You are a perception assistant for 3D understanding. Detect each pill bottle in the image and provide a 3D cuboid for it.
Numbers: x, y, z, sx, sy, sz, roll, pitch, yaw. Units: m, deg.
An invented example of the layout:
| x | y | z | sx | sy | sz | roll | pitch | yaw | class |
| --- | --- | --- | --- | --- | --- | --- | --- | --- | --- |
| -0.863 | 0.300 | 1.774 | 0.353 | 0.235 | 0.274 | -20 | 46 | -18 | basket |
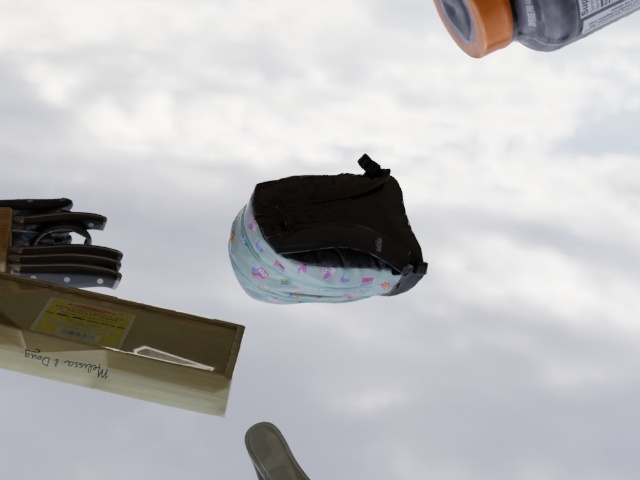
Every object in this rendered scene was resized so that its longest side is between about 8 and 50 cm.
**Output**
| x | y | z | sx | sy | sz | roll | pitch | yaw | class |
| --- | --- | --- | --- | --- | --- | --- | --- | --- | --- |
| 0.210 | -0.234 | 1.555 | 0.246 | 0.130 | 0.130 | -26 | -152 | -12 | pill bottle |

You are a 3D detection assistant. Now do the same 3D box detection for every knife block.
| x | y | z | sx | sy | sz | roll | pitch | yaw | class |
| --- | --- | --- | --- | --- | --- | --- | --- | --- | --- |
| -0.328 | 0.037 | 1.773 | 0.242 | 0.088 | 0.276 | 27 | -142 | 31 | knife block |

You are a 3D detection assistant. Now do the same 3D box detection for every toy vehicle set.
| x | y | z | sx | sy | sz | roll | pitch | yaw | class |
| --- | --- | --- | --- | --- | --- | --- | --- | --- | --- |
| -0.199 | 0.080 | 1.623 | 0.267 | 0.035 | 0.166 | 13 | -168 | 0 | toy vehicle set |

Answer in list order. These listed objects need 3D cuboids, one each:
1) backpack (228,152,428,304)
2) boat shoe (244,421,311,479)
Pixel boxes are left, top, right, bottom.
| x | y | z | sx | sy | sz | roll | pitch | yaw | class |
| --- | --- | --- | --- | --- | --- | --- | --- | --- | --- |
| 0.000 | 0.000 | 1.965 | 0.182 | 0.115 | 0.152 | -2 | -127 | -29 | backpack |
| -0.029 | 0.213 | 1.649 | 0.046 | 0.038 | 0.125 | -28 | -120 | -5 | boat shoe |
